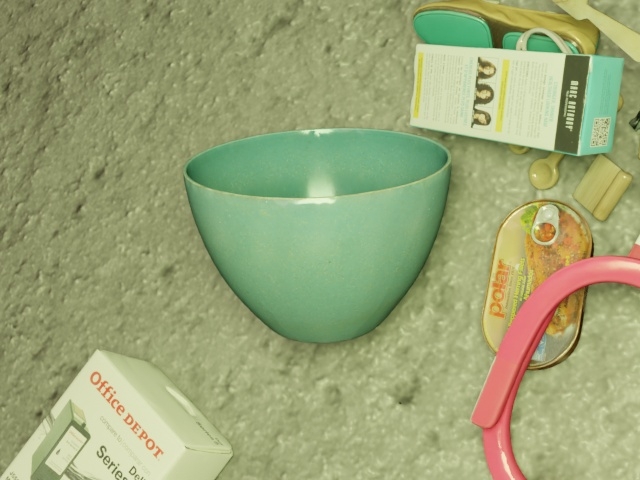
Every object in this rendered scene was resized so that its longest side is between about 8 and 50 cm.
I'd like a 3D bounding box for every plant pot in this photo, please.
[{"bbox_3d":[0.000,0.000,0.927,0.290,0.290,0.195,9,113,29],"label":"plant pot"}]

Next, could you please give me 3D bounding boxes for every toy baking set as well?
[{"bbox_3d":[0.286,-0.153,0.882,0.197,0.030,0.256,18,109,45],"label":"toy baking set"}]

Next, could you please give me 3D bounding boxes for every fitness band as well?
[{"bbox_3d":[0.272,0.157,0.806,0.209,0.054,0.291,27,101,26],"label":"fitness band"}]

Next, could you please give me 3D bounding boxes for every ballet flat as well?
[{"bbox_3d":[0.226,-0.254,1.001,0.232,0.080,0.073,23,57,28],"label":"ballet flat"}]

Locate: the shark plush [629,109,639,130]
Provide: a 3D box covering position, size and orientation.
[{"bbox_3d":[0.409,-0.172,0.883,0.161,0.073,0.067,-36,91,7],"label":"shark plush"}]

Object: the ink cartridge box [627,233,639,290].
[{"bbox_3d":[0.389,-0.004,0.829,0.109,0.063,0.150,28,88,31],"label":"ink cartridge box"}]

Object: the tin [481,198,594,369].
[{"bbox_3d":[0.239,0.048,0.903,0.106,0.040,0.189,8,78,24],"label":"tin"}]

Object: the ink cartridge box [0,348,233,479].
[{"bbox_3d":[-0.272,0.304,1.028,0.198,0.115,0.273,37,92,31],"label":"ink cartridge box"}]

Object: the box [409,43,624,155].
[{"bbox_3d":[0.207,-0.162,0.911,0.244,0.060,0.100,21,113,48],"label":"box"}]
